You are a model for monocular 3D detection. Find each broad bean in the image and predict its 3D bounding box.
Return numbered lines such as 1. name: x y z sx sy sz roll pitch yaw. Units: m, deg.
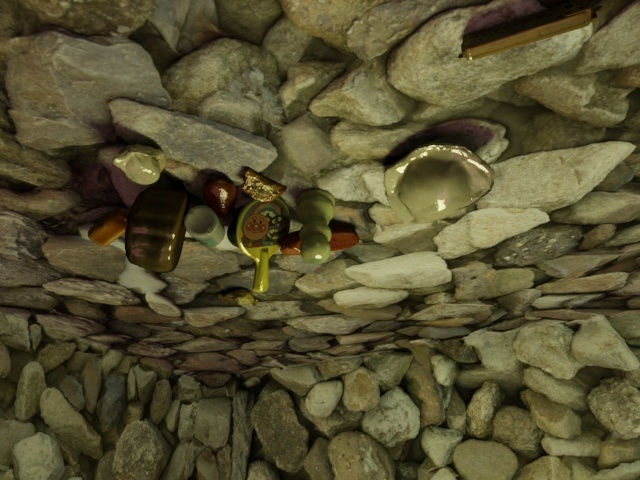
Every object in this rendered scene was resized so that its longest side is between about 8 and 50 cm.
1. broad bean: -0.339 -0.153 1.563 0.114 0.084 0.165 -10 145 -17

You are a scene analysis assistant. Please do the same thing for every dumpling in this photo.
1. dumpling: 0.336 -0.179 1.451 0.260 0.181 0.341 41 163 -21
2. dumpling: -0.537 -0.236 1.401 0.136 0.118 0.199 -24 172 11

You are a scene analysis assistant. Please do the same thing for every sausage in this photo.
1. sausage: 0.000 0.000 1.726 0.331 0.102 0.102 -6 156 -33

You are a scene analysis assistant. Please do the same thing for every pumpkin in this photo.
1. pumpkin: -0.261 -0.034 1.712 0.167 0.125 0.167 3 153 2

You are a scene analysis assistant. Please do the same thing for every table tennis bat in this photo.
1. table tennis bat: -0.204 0.015 1.640 0.224 0.368 0.054 -8 -158 -41

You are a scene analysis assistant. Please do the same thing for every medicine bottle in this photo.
1. medicine bottle: -0.403 -0.034 1.671 0.110 0.110 0.352 3 170 -4

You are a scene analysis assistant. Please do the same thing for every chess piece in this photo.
1. chess piece: -0.015 -0.035 1.588 0.145 0.251 0.144 -1 148 0

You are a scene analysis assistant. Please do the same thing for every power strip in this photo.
1. power strip: 0.464 -0.475 1.040 0.306 0.064 0.044 -11 140 18

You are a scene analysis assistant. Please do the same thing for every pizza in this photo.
1. pizza: -0.378 0.282 2.297 0.204 0.080 0.188 12 171 -37

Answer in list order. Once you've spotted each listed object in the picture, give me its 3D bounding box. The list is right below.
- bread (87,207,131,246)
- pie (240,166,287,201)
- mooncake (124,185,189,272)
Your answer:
1. bread: -0.773 -0.055 1.729 0.239 0.073 0.092 -25 125 33
2. pie: -0.199 -0.178 1.542 0.170 0.034 0.092 29 99 -34
3. mooncake: -0.544 -0.038 1.560 0.162 0.290 0.290 12 147 -9
